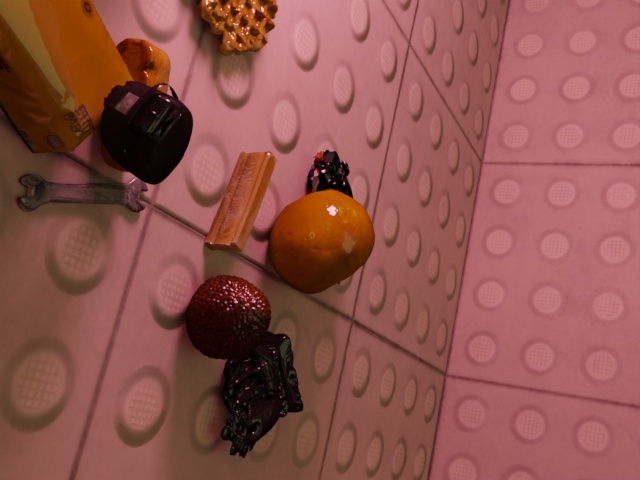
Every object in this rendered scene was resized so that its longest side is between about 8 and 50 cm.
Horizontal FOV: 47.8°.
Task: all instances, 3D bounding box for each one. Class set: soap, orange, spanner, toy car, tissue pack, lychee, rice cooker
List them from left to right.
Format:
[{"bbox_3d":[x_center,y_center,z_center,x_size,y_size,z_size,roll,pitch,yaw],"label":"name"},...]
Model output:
[{"bbox_3d":[-0.425,-0.295,1.121,0.192,0.133,0.271,-60,141,-37],"label":"tissue pack"},{"bbox_3d":[-0.413,-0.085,1.292,0.302,0.017,0.071,-3,95,-61],"label":"spanner"},{"bbox_3d":[-0.282,-0.177,1.183,0.142,0.118,0.203,-58,170,-21],"label":"rice cooker"},{"bbox_3d":[-0.195,0.168,1.560,0.194,0.194,0.195,-14,106,-60],"label":"lychee"},{"bbox_3d":[-0.178,-0.092,1.638,0.037,0.092,0.252,50,52,-49],"label":"soap"},{"bbox_3d":[0.000,0.000,1.807,0.235,0.279,0.279,60,34,-1],"label":"orange"},{"bbox_3d":[0.038,-0.105,2.003,0.193,0.117,0.301,-75,151,-59],"label":"toy car"}]

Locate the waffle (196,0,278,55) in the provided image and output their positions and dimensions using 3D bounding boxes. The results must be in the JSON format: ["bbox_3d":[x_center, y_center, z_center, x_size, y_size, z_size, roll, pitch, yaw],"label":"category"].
[{"bbox_3d":[-0.185,-0.571,1.597,0.307,0.060,0.312,-55,141,-43],"label":"waffle"}]

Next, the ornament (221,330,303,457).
[{"bbox_3d":[-0.166,0.368,1.732,0.260,0.106,0.251,-23,107,-48],"label":"ornament"}]

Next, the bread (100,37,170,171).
[{"bbox_3d":[-0.338,-0.244,1.321,0.094,0.102,0.246,10,86,-63],"label":"bread"}]
